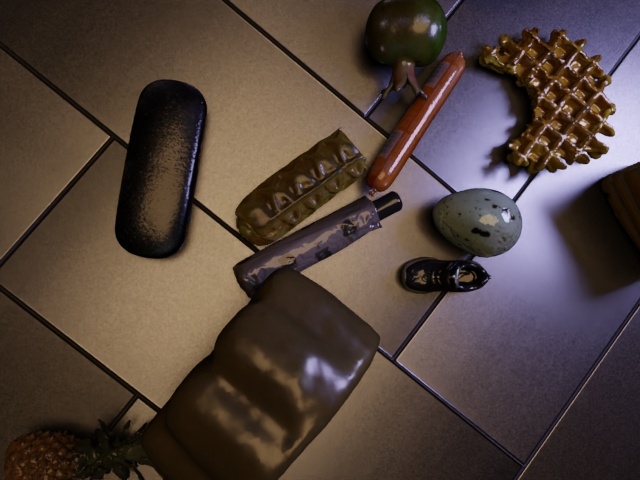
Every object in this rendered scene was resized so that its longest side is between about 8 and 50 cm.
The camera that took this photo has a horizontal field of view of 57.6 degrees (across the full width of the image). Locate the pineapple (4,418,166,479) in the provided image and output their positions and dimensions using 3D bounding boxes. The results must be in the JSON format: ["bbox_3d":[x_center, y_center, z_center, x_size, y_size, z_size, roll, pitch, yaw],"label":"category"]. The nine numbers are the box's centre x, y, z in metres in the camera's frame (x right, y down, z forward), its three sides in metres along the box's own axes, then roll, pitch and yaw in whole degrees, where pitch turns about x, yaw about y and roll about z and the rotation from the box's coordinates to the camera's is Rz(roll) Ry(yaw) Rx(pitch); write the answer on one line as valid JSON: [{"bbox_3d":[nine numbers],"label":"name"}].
[{"bbox_3d":[-0.369,0.370,0.978,0.278,0.119,0.130,-6,68,-10],"label":"pineapple"}]

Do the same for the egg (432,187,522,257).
[{"bbox_3d":[0.290,-0.033,1.081,0.164,0.131,0.131,6,86,4],"label":"egg"}]

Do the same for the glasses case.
[{"bbox_3d":[-0.281,-0.127,1.034,0.122,0.082,0.320,9,84,-8],"label":"glasses case"}]

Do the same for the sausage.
[{"bbox_3d":[0.182,-0.227,1.106,0.053,0.053,0.347,34,78,-4],"label":"sausage"}]

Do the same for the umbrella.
[{"bbox_3d":[0.000,0.000,1.068,0.337,0.073,0.067,-29,133,-9],"label":"umbrella"}]

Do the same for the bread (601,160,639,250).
[{"bbox_3d":[0.665,-0.044,1.078,0.111,0.239,0.246,-30,89,-2],"label":"bread"}]

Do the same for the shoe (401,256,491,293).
[{"bbox_3d":[0.240,0.066,1.081,0.169,0.099,0.071,0,89,-7],"label":"shoe"}]

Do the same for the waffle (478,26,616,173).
[{"bbox_3d":[0.456,-0.279,1.150,0.260,0.069,0.292,-10,85,-10],"label":"waffle"}]

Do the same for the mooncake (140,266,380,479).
[{"bbox_3d":[-0.097,0.218,0.897,0.201,0.378,0.378,42,82,3],"label":"mooncake"}]

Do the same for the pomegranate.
[{"bbox_3d":[0.160,-0.355,1.082,0.152,0.131,0.191,-3,90,13],"label":"pomegranate"}]

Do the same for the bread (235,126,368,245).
[{"bbox_3d":[-0.039,-0.091,1.062,0.269,0.098,0.087,-38,50,-8],"label":"bread"}]
